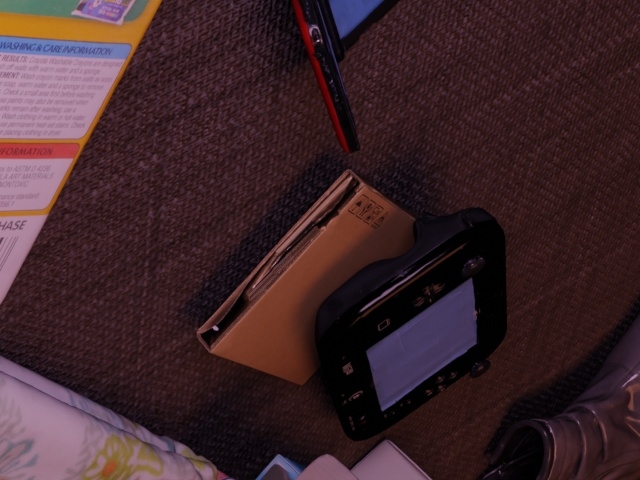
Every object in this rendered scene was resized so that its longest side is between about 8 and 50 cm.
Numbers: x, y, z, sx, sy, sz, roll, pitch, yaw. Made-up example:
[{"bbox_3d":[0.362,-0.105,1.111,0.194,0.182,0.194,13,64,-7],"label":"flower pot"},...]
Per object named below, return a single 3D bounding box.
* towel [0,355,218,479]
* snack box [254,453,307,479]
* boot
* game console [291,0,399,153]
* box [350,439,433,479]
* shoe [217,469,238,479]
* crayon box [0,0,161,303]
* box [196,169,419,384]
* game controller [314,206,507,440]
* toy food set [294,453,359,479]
[{"bbox_3d":[-0.241,0.242,1.307,0.320,0.090,0.374,-55,149,-2],"label":"towel"},{"bbox_3d":[-0.082,0.331,1.627,0.322,0.060,0.187,-50,150,3],"label":"snack box"},{"bbox_3d":[0.293,0.166,1.985,0.222,0.118,0.338,-15,136,-36],"label":"boot"},{"bbox_3d":[0.028,-0.146,1.231,0.085,0.124,0.144,-17,150,3],"label":"game console"},{"bbox_3d":[0.087,0.320,1.889,0.148,0.121,0.311,-42,152,-7],"label":"box"},{"bbox_3d":[-0.128,0.247,1.509,0.178,0.081,0.063,-60,148,-2],"label":"shoe"},{"bbox_3d":[-0.186,-0.109,0.981,0.203,0.083,0.323,-3,131,-53],"label":"crayon box"},{"bbox_3d":[0.002,0.033,1.473,0.164,0.021,0.201,-47,159,5],"label":"box"},{"bbox_3d":[0.075,0.074,1.563,0.166,0.067,0.319,-43,161,-10],"label":"game controller"},{"bbox_3d":[-0.046,0.329,1.543,0.220,0.092,0.306,-45,151,-28],"label":"toy food set"}]
